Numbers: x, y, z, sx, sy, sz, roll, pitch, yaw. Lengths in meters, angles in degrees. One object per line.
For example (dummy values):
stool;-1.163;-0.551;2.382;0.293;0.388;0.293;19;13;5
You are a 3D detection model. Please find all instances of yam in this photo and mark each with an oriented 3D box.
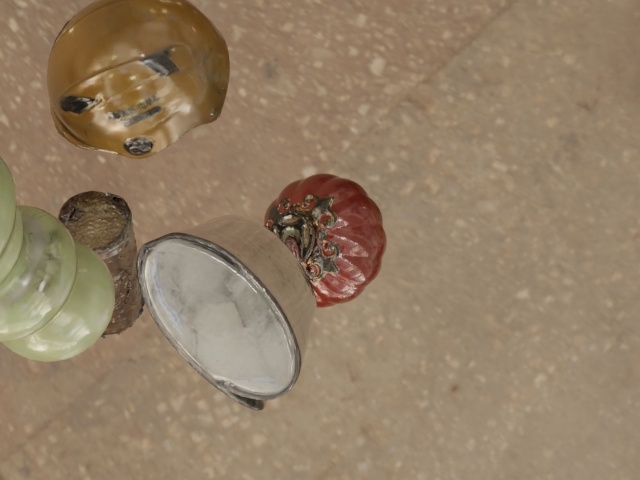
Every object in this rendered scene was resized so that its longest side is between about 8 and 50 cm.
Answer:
yam;-0.334;0.034;1.794;0.131;0.131;0.280;-21;154;-16

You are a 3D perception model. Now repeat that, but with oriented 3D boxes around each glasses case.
glasses case;-0.051;0.032;0.775;0.060;0.299;0.114;-41;91;3

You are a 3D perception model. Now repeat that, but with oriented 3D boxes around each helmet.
helmet;-0.219;-0.207;1.359;0.224;0.198;0.130;-15;154;-1

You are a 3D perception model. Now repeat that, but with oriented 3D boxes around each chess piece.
chess piece;-0.251;0.019;0.926;0.144;0.144;0.251;-46;147;-1

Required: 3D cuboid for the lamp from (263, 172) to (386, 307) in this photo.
lamp;0.000;0.000;1.983;0.226;0.227;0.227;-9;115;-21
